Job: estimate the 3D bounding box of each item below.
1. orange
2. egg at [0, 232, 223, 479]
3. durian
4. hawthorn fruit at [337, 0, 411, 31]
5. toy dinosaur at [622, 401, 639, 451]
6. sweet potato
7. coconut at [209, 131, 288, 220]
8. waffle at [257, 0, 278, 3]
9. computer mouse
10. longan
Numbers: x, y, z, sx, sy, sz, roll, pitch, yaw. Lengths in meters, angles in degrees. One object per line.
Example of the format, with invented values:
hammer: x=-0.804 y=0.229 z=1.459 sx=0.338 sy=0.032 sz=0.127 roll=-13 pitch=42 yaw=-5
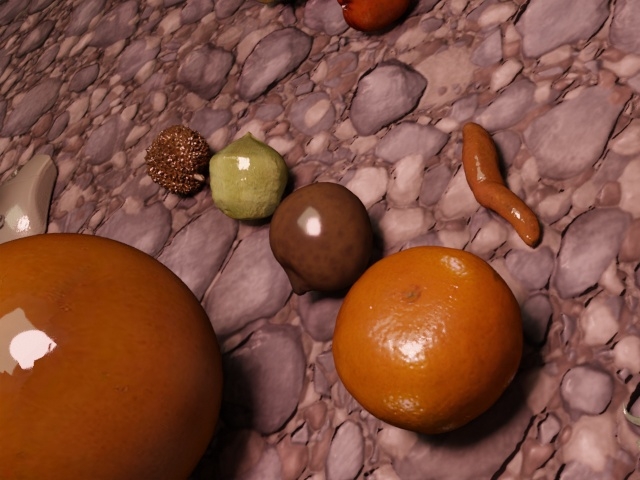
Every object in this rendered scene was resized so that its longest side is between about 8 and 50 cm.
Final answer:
orange: x=0.088 y=0.081 z=0.967 sx=0.156 sy=0.124 sz=0.156 roll=-11 pitch=50 yaw=13
egg: x=-0.249 y=0.137 z=1.097 sx=0.351 sy=0.282 sz=0.283 roll=-23 pitch=43 yaw=42
durian: x=-0.161 y=-0.092 z=1.390 sx=0.091 sy=0.080 sz=0.080 roll=32 pitch=81 yaw=35
hawthorn fruit: x=0.068 y=-0.277 z=1.342 sx=0.093 sy=0.081 sz=0.081 roll=-17 pitch=38 yaw=-11
toy dinosaur: x=0.254 y=0.134 z=0.850 sx=0.062 sy=0.021 sz=0.083 roll=-28 pitch=45 yaw=11
sweet potato: x=0.155 y=-0.056 z=1.093 sx=0.044 sy=0.044 sz=0.179 roll=-34 pitch=39 yaw=15
coconut: x=-0.077 y=-0.069 z=1.279 sx=0.087 sy=0.087 sz=0.096 roll=3 pitch=89 yaw=44
waffle: x=0.023 y=-0.421 z=1.515 sx=0.291 sy=0.056 sz=0.309 roll=-9 pitch=50 yaw=37
computer mouse: x=-0.397 y=-0.054 z=1.582 sx=0.089 sy=0.056 sz=0.182 roll=-18 pitch=46 yaw=25
longan: x=0.000 y=0.000 z=1.143 sx=0.113 sy=0.092 sz=0.113 roll=-7 pitch=77 yaw=31
